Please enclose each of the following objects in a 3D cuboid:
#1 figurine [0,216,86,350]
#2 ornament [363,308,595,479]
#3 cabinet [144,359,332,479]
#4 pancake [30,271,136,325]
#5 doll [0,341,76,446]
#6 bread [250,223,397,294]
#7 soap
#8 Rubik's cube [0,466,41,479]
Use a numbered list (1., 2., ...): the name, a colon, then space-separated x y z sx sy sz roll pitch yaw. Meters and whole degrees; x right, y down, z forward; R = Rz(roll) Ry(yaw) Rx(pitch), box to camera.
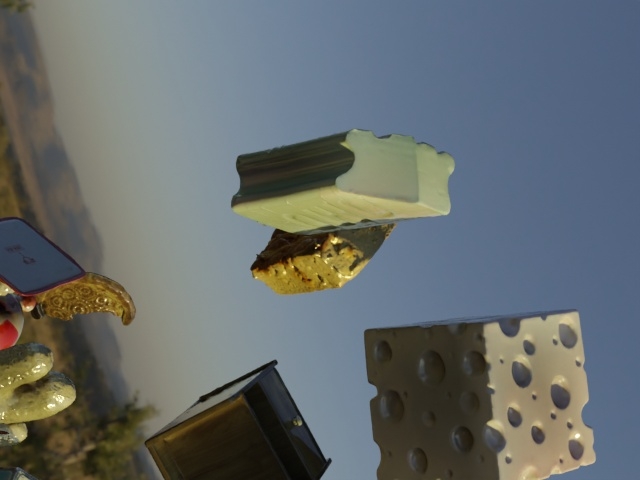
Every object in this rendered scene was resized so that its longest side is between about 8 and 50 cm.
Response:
1. figurine: -0.508 0.107 1.718 0.160 0.226 0.183 37 19 11
2. ornament: 0.238 0.236 1.689 0.239 0.240 0.239 -10 -95 46
3. cabinet: -0.101 0.287 1.526 0.174 0.148 0.215 62 15 0
4. pancake: -0.444 0.119 2.066 0.184 0.190 0.020 52 25 -42
5. doll: -0.471 0.221 1.477 0.149 0.278 0.175 -98 167 -79
6. bread: 0.000 0.000 2.013 0.114 0.184 0.275 45 -24 -15
7. soap: 0.028 -0.079 1.614 0.289 0.173 0.095 -8 -109 44
8. Rubik's cube: -0.577 0.558 1.954 0.253 0.259 0.256 50 43 -43
